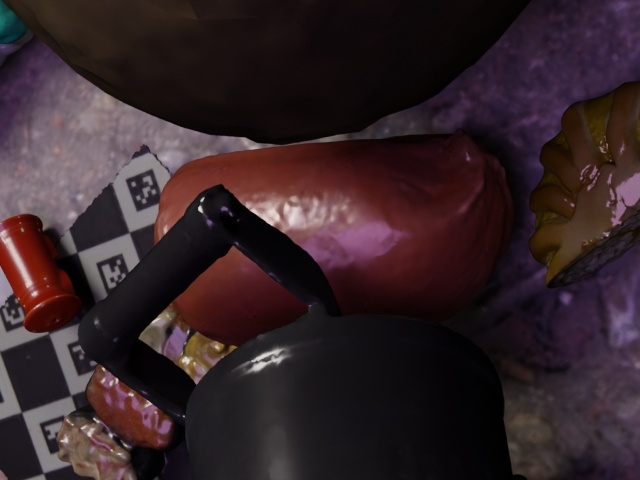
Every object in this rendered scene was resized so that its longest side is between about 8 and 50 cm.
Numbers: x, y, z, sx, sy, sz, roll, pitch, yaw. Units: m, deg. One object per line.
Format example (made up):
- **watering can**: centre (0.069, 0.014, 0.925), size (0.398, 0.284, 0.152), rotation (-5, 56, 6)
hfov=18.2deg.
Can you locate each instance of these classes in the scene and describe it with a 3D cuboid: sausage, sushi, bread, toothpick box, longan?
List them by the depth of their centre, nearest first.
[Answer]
- **longan**: centre (-0.024, -0.251, 1.156), size (0.391, 0.391, 0.391), rotation (5, 101, 25)
- **bread**: centre (0.185, -0.047, 1.260), size (0.157, 0.083, 0.094), rotation (-35, 71, 28)
- **sausage**: centre (0.000, 0.000, 1.319), size (0.254, 0.148, 0.148), rotation (-3, 98, 26)
- **sushi**: centre (-0.145, 0.118, 1.461), size (0.264, 0.050, 0.290), rotation (47, 116, 12)
- **toothpick box**: centre (-0.210, 0.026, 1.466), size (0.047, 0.047, 0.083), rotation (-44, 61, 25)

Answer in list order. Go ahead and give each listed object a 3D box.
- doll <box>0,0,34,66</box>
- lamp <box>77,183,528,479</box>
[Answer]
- **doll**: centre (-0.290, -0.164, 1.446), size (0.258, 0.153, 0.195), rotation (11, 85, 7)
- **lamp**: centre (0.016, 0.186, 1.203), size (0.374, 0.272, 0.205), rotation (34, 129, -16)
